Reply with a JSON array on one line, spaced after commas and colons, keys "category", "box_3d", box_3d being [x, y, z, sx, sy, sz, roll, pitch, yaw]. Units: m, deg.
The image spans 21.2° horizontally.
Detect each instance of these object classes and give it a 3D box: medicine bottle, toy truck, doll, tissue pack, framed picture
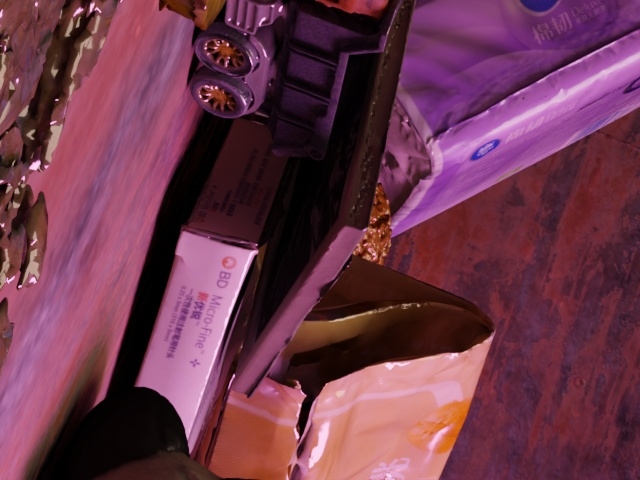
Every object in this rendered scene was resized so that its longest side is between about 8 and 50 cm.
[{"category": "medicine bottle", "box_3d": [-0.069, 0.042, 1.045, 0.171, 0.052, 0.201, -72, -178, -61]}, {"category": "toy truck", "box_3d": [-0.004, -0.121, 0.832, 0.192, 0.092, 0.083, 104, 8, -60]}, {"category": "doll", "box_3d": [-0.101, 0.195, 0.942, 0.135, 0.143, 0.234, -44, 163, -41]}, {"category": "tissue pack", "box_3d": [0.167, -0.155, 1.515, 0.338, 0.160, 0.242, -27, 169, -19]}, {"category": "framed picture", "box_3d": [0.004, -0.041, 1.022, 0.281, 0.019, 0.209, 122, -18, -61]}]

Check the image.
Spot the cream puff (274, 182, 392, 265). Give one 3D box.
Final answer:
[{"category": "cream puff", "box_3d": [0.000, 0.000, 1.443, 0.165, 0.115, 0.150, 109, 1, -46]}]

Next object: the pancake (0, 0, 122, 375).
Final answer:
[{"category": "pancake", "box_3d": [-0.090, -0.032, 0.370, 0.282, 0.049, 0.282, 20, 90, -87]}]

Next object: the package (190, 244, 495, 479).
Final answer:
[{"category": "package", "box_3d": [-0.026, 0.173, 1.276, 0.165, 0.221, 0.311, -60, 172, -54]}]

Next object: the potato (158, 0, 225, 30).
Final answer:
[{"category": "potato", "box_3d": [-0.032, -0.150, 0.564, 0.119, 0.054, 0.198, 106, 2, -53]}]
